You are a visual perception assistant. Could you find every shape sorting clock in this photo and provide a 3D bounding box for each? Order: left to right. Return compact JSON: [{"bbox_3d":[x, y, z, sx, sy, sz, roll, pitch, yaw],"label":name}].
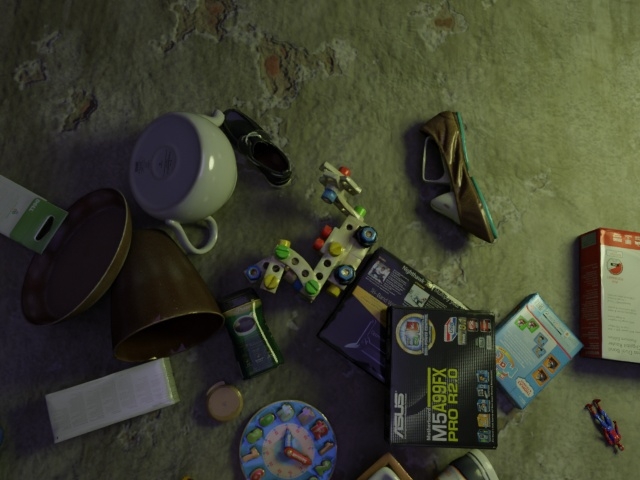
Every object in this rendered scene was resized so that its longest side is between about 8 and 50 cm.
[{"bbox_3d":[-0.067,0.440,0.989,0.206,0.040,0.206,1,77,-4],"label":"shape sorting clock"}]

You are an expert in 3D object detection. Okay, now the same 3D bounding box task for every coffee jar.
[{"bbox_3d":[-0.153,0.197,1.016,0.096,0.079,0.184,-21,81,-7],"label":"coffee jar"}]

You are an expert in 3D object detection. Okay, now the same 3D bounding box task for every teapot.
[{"bbox_3d":[-0.274,-0.142,1.036,0.256,0.187,0.252,-48,64,13],"label":"teapot"}]

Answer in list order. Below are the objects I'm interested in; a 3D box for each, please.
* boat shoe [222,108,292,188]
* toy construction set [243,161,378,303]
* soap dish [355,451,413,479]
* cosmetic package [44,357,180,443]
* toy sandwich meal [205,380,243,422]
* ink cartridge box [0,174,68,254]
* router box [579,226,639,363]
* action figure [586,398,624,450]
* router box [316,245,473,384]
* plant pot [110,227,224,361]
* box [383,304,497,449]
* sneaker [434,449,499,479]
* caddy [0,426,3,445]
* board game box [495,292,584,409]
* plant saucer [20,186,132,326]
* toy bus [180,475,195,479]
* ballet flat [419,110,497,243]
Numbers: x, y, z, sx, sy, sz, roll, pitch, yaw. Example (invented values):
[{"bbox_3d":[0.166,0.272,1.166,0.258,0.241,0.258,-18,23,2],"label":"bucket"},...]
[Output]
[{"bbox_3d":[-0.149,-0.229,1.112,0.084,0.079,0.233,-39,82,-10],"label":"boat shoe"},{"bbox_3d":[0.000,0.000,1.047,0.215,0.151,0.327,32,88,3],"label":"toy construction set"},{"bbox_3d":[0.146,0.591,0.890,0.229,0.118,0.291,-43,68,0],"label":"soap dish"},{"bbox_3d":[-0.424,0.325,0.975,0.239,0.060,0.098,-16,77,-8],"label":"cosmetic package"},{"bbox_3d":[-0.206,0.344,1.007,0.086,0.029,0.085,1,80,-8],"label":"toy sandwich meal"},{"bbox_3d":[-0.659,-0.058,1.038,0.209,0.062,0.109,28,77,2],"label":"ink cartridge box"},{"bbox_3d":[0.788,0.142,1.104,0.336,0.082,0.301,7,77,-3],"label":"router box"},{"bbox_3d":[0.645,0.417,1.061,0.038,0.030,0.115,-27,83,-15],"label":"action figure"},{"bbox_3d":[0.184,0.200,1.042,0.309,0.081,0.243,36,78,3],"label":"router box"},{"bbox_3d":[-0.336,0.097,0.974,0.216,0.215,0.230,-21,66,-9],"label":"plant pot"},{"bbox_3d":[0.241,0.273,0.958,0.216,0.060,0.269,5,78,-4],"label":"box"},{"bbox_3d":[0.338,0.603,0.947,0.128,0.126,0.321,-20,69,-13],"label":"sneaker"},{"bbox_3d":[-0.785,0.415,0.866,0.342,0.179,0.241,12,76,-2],"label":"caddy"},{"bbox_3d":[0.468,0.248,1.074,0.211,0.039,0.160,-39,85,-13],"label":"board game box"},{"bbox_3d":[-0.490,0.033,0.968,0.311,0.050,0.310,-16,56,26],"label":"plant saucer"},{"bbox_3d":[-0.315,0.639,0.890,0.130,0.108,0.332,34,77,4],"label":"toy bus"},{"bbox_3d":[0.310,-0.143,1.123,0.124,0.116,0.342,-16,78,13],"label":"ballet flat"}]
